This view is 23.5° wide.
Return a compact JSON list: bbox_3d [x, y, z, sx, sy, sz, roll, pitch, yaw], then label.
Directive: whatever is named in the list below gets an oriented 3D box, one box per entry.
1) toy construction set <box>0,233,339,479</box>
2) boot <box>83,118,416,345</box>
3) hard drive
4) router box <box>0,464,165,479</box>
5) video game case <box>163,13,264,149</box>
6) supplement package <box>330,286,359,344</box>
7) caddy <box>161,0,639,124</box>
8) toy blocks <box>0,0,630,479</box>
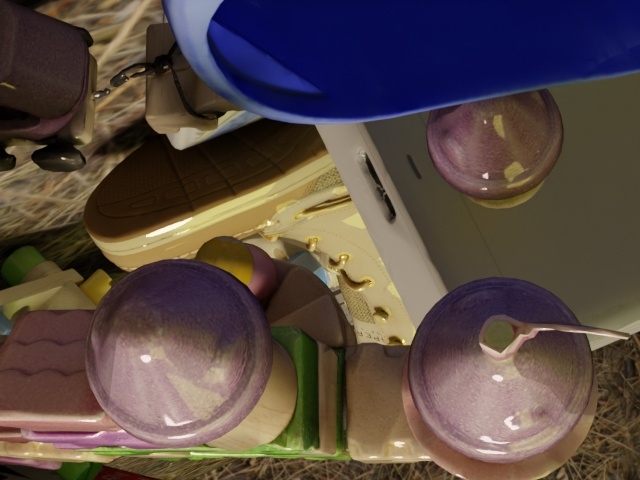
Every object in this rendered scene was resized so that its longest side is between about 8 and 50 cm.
[{"bbox_3d":[-0.109,0.052,1.075,0.328,0.151,0.215,-21,151,-25],"label":"toy construction set"},{"bbox_3d":[0.000,0.000,0.950,0.262,0.095,0.203,-27,132,-14],"label":"boot"},{"bbox_3d":[0.148,-0.064,0.749,0.307,0.203,0.040,-19,165,-29],"label":"hard drive"},{"bbox_3d":[-0.276,0.197,1.030,0.335,0.082,0.301,10,-176,25],"label":"router box"},{"bbox_3d":[0.068,-0.163,0.743,0.300,0.036,0.329,-22,168,-14],"label":"video game case"},{"bbox_3d":[0.073,0.049,1.399,0.204,0.145,0.262,-23,168,-11],"label":"supplement package"},{"bbox_3d":[0.094,-0.143,0.452,0.341,0.179,0.241,-13,155,-34],"label":"caddy"},{"bbox_3d":[-0.047,0.032,0.520,0.288,0.309,0.260,-1,168,9],"label":"toy blocks"}]
